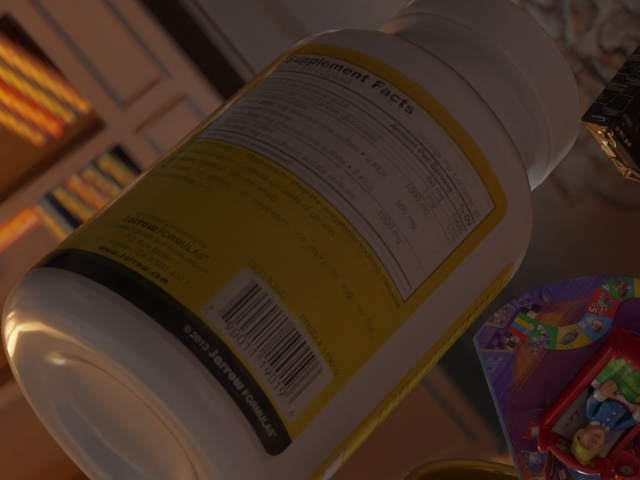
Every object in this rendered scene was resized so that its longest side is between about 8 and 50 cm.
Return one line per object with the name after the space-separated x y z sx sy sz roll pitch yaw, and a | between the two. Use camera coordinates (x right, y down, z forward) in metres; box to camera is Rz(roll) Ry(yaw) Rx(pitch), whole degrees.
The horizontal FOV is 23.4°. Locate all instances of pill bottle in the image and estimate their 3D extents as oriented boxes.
0.000 0.000 0.474 0.184 0.103 0.103 -44 -166 -30 | pill bottle

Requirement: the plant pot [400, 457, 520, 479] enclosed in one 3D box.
0.156 0.374 1.473 0.254 0.254 0.239 -83 -171 -70 | plant pot

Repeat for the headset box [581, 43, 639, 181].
0.221 -0.089 1.029 0.083 0.062 0.032 -50 -147 -10 | headset box

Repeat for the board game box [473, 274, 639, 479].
0.159 0.096 0.836 0.133 0.169 0.033 -9 -148 19 | board game box
